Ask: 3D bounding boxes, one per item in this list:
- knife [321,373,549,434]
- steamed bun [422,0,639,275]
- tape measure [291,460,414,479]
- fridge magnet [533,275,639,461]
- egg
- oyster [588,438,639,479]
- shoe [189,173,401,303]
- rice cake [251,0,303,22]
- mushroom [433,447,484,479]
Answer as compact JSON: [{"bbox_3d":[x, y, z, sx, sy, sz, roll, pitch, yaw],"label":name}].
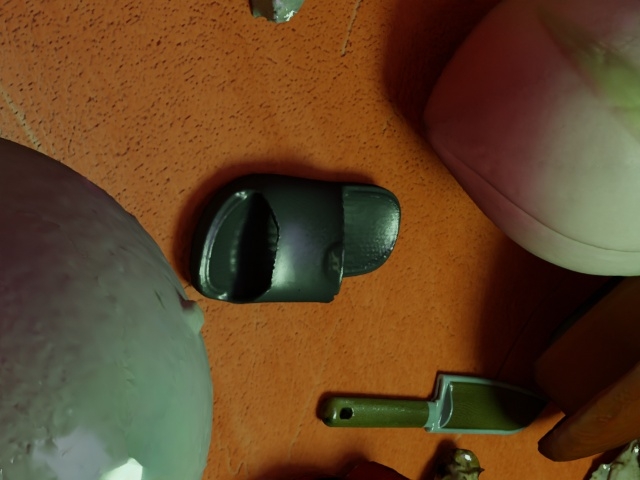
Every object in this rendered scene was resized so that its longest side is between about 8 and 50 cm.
[{"bbox_3d":[0.128,0.166,1.597,0.343,0.027,0.061,9,93,-45],"label":"knife"},{"bbox_3d":[0.233,-0.109,1.437,0.309,0.309,0.309,-17,115,-40],"label":"steamed bun"},{"bbox_3d":[0.008,0.346,1.481,0.260,0.114,0.253,-11,111,-41],"label":"tape measure"},{"bbox_3d":[0.357,0.092,1.622,0.364,0.155,0.363,-40,171,-8],"label":"fridge magnet"},{"bbox_3d":[-0.223,0.111,1.017,0.355,0.340,0.354,-15,113,-39],"label":"egg"},{"bbox_3d":[0.405,0.259,1.851,0.161,0.107,0.232,22,90,-54],"label":"oyster"},{"bbox_3d":[0.000,0.000,1.370,0.241,0.093,0.108,-7,110,-45],"label":"shoe"},{"bbox_3d":[0.010,-0.269,1.320,0.034,0.043,0.211,44,73,-36],"label":"rice cake"},{"bbox_3d":[0.153,0.409,1.631,0.233,0.301,0.208,-40,171,-32],"label":"mushroom"}]
